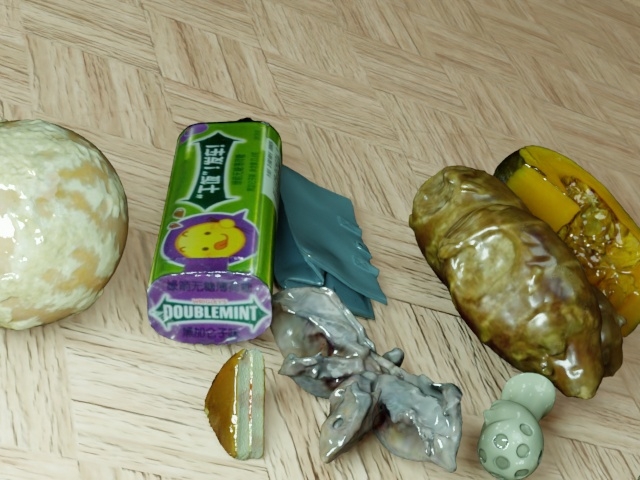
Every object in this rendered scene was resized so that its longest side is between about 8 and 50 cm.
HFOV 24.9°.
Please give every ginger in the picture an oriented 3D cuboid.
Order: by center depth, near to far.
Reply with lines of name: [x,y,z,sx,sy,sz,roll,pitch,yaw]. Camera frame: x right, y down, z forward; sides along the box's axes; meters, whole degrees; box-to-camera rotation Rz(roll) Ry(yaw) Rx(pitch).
ginger: [0.250,0.061,1.803,0.274,0.152,0.357,47,7,-30]

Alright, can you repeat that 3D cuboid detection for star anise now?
star anise: [0.051,0.150,1.517,0.198,0.111,0.257,14,25,-28]

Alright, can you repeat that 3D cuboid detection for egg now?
egg: [-0.278,-0.018,1.376,0.203,0.203,0.245,30,20,1]

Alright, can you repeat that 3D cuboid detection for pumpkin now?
pumpkin: [0.338,-0.010,2.031,0.190,0.139,0.280,16,27,-33]

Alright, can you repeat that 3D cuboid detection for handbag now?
handbag: [0.000,0.000,1.785,0.144,0.057,0.221,24,26,-28]

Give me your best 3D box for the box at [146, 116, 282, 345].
box: [-0.112,-0.019,1.633,0.134,0.097,0.346,-2,32,1]

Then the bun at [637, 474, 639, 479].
bun: [0.406,0.262,1.397,0.211,0.360,0.360,39,28,3]

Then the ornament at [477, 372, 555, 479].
ornament: [0.215,0.208,1.614,0.081,0.075,0.156,42,29,0]

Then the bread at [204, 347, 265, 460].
bread: [-0.085,0.160,1.425,0.043,0.109,0.062,9,-10,-42]
